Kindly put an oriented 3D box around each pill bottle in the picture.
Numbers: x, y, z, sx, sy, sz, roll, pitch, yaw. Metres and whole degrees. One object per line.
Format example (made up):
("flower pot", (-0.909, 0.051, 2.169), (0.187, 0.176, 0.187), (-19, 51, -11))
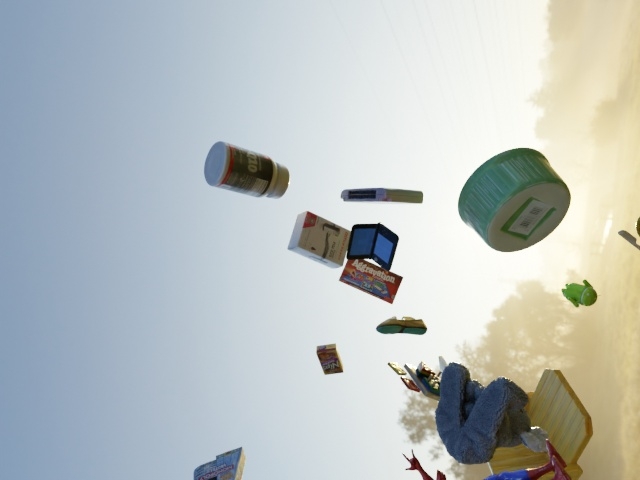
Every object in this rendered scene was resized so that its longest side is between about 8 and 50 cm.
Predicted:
("pill bottle", (-0.262, -0.247, 1.727), (0.283, 0.161, 0.162), (11, -94, -40))

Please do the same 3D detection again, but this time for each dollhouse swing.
("dollhouse swing", (0.766, 0.684, 1.753), (0.347, 0.314, 0.305), (-96, -4, -58))

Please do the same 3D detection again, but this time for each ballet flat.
("ballet flat", (0.323, 0.343, 1.930), (0.080, 0.232, 0.073), (118, 152, -43))

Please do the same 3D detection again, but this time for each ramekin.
("ramekin", (0.577, -0.107, 1.405), (0.148, 0.303, 0.304), (-111, -2, -46))

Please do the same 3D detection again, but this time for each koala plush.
("koala plush", (0.392, 0.409, 1.077), (0.221, 0.196, 0.204), (24, -100, -31))

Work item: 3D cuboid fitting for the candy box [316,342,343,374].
("candy box", (0.052, 0.629, 2.510), (0.053, 0.109, 0.187), (-87, -17, -53))

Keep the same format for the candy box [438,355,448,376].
("candy box", (0.597, 0.632, 2.252), (0.206, 0.027, 0.105), (-67, -33, -84))

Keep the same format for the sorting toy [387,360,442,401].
("sorting toy", (0.316, 0.396, 1.348), (0.274, 0.132, 0.046), (27, -78, -26))

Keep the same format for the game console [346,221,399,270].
("game console", (0.156, 0.024, 1.438), (0.085, 0.124, 0.144), (-26, -40, -34))

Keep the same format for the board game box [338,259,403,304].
("board game box", (0.242, 0.184, 2.275), (0.027, 0.281, 0.145), (103, -169, -81))

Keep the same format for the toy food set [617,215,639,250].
("toy food set", (1.087, -0.044, 1.504), (0.128, 0.218, 0.071), (46, -154, 1))

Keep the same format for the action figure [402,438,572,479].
("action figure", (0.239, 0.386, 0.775), (0.139, 0.280, 0.091), (55, -165, 10))

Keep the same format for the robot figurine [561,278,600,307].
("robot figurine", (0.880, 0.183, 1.609), (0.101, 0.115, 0.067), (-40, -61, -17))

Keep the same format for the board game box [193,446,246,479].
("board game box", (-0.346, 0.820, 1.633), (0.194, 0.194, 0.060), (-147, 43, -73))

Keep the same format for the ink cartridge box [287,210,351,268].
("ink cartridge box", (0.000, 0.000, 1.873), (0.217, 0.092, 0.159), (25, -110, -25))

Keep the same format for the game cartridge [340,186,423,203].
("game cartridge", (0.229, -0.161, 1.744), (0.195, 0.294, 0.060), (5, -88, -30))
